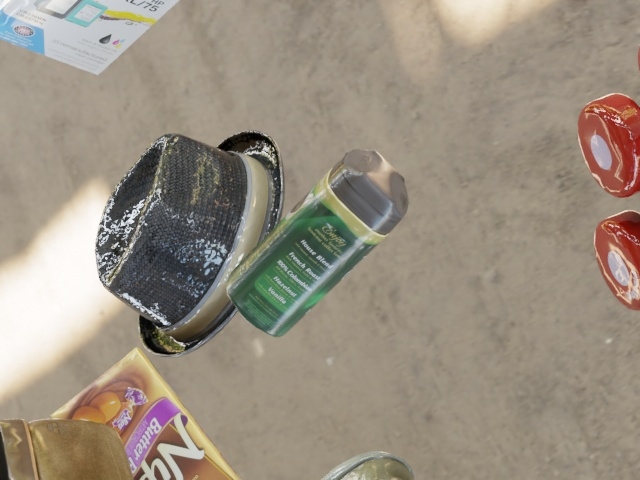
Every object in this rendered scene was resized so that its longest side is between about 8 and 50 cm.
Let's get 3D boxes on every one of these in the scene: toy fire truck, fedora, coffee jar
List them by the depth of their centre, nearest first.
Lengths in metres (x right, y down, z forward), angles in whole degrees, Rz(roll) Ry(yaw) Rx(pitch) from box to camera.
[{"bbox_3d":[0.000,0.000,1.106,0.079,0.096,0.184,42,111,-6],"label":"coffee jar"},{"bbox_3d":[0.381,-0.036,1.110,0.254,0.169,0.302,-136,28,-62],"label":"toy fire truck"},{"bbox_3d":[-0.192,-0.019,1.588,0.334,0.152,0.334,-33,43,38],"label":"fedora"}]

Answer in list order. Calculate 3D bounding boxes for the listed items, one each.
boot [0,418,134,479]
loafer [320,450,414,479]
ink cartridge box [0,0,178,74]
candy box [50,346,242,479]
[{"bbox_3d":[-0.192,0.275,0.987,0.112,0.115,0.305,115,144,-44],"label":"boot"},{"bbox_3d":[0.009,0.277,0.885,0.087,0.094,0.251,27,90,58],"label":"loafer"},{"bbox_3d":[-0.335,-0.413,1.742,0.270,0.198,0.197,-32,53,41],"label":"ink cartridge box"},{"bbox_3d":[-0.162,0.211,1.167,0.187,0.109,0.053,49,173,15],"label":"candy box"}]
